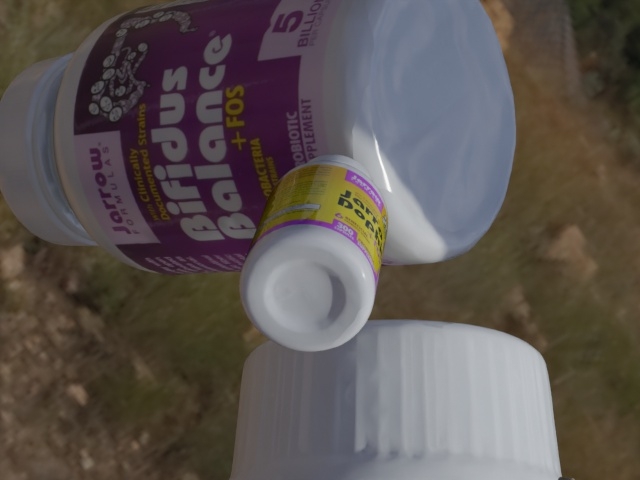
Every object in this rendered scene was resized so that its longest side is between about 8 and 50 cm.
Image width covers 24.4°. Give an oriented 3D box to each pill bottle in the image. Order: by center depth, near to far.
[{"bbox_3d":[0.000,0.000,0.496,0.043,0.043,0.083,47,22,-15],"label":"pill bottle"},{"bbox_3d":[-0.051,-0.064,0.887,0.169,0.301,0.169,7,81,-53],"label":"pill bottle"}]

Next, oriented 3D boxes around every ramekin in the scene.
[{"bbox_3d":[0.060,0.158,1.197,0.277,0.277,0.135,22,62,-48],"label":"ramekin"}]

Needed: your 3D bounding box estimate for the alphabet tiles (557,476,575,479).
[{"bbox_3d":[0.086,0.215,0.557,0.237,0.009,0.198,57,51,-29],"label":"alphabet tiles"}]
